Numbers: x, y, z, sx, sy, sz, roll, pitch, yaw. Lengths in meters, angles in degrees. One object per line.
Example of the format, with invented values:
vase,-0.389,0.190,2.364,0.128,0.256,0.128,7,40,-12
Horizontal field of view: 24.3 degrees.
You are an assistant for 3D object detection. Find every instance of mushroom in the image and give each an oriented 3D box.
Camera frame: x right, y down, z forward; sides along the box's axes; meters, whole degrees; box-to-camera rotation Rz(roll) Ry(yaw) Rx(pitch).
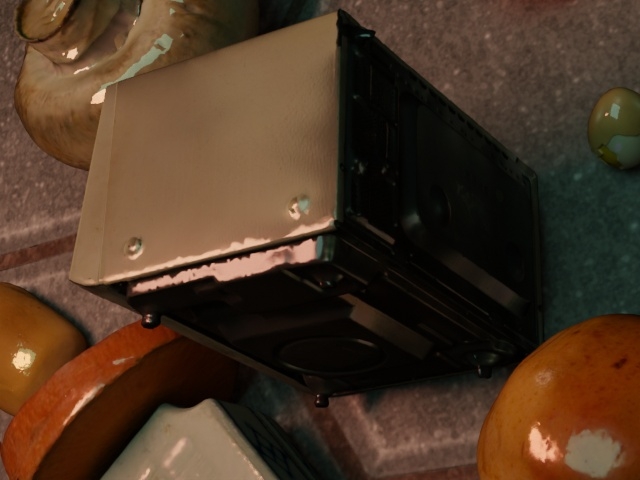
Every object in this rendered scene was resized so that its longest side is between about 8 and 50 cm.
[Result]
mushroom,-0.242,-0.254,1.848,0.352,0.260,0.352,-20,55,32

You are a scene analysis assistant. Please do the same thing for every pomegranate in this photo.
pomegranate,0.258,0.200,1.280,0.264,0.264,0.264,-15,62,31

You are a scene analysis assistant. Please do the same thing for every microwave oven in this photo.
microwave oven,0.000,0.000,1.468,0.333,0.394,0.247,-12,63,33

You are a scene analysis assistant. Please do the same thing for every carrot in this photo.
carrot,-0.219,0.186,1.644,0.307,0.258,0.100,-49,64,15

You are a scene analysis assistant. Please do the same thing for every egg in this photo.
egg,0.305,-0.115,1.502,0.071,0.083,0.071,-9,48,10

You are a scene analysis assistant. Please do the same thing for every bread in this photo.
bread,-0.400,0.136,1.900,0.217,0.098,0.147,22,88,41

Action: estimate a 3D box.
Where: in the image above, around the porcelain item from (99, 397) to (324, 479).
porcelain item,-0.115,0.333,1.562,0.281,0.157,0.286,-53,51,8
